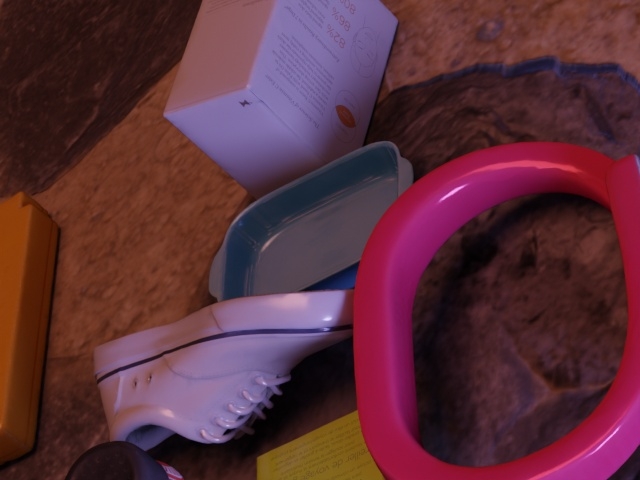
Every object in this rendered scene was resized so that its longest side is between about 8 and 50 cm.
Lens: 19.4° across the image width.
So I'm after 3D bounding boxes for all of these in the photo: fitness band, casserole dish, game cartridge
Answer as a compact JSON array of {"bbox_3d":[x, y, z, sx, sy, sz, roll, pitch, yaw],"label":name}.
[{"bbox_3d":[0.120,0.049,1.155,0.209,0.054,0.291,-21,42,20],"label":"fitness band"},{"bbox_3d":[0.000,0.000,1.370,0.188,0.037,0.114,-26,41,28],"label":"casserole dish"},{"bbox_3d":[-0.366,0.127,1.633,0.323,0.052,0.285,-27,40,24],"label":"game cartridge"}]

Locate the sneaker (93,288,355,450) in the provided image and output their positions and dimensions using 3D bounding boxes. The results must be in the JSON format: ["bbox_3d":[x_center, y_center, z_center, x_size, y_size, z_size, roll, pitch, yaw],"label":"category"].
[{"bbox_3d":[-0.060,0.094,1.305,0.258,0.094,0.091,-21,77,46],"label":"sneaker"}]

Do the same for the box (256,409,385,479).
[{"bbox_3d":[0.008,0.195,1.168,0.109,0.042,0.178,-28,39,26],"label":"box"}]

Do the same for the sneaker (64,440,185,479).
[{"bbox_3d":[-0.102,0.269,1.137,0.090,0.145,0.270,-15,54,28],"label":"sneaker"}]

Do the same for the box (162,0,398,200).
[{"bbox_3d":[-0.028,-0.135,1.446,0.091,0.130,0.170,-13,48,39],"label":"box"}]
